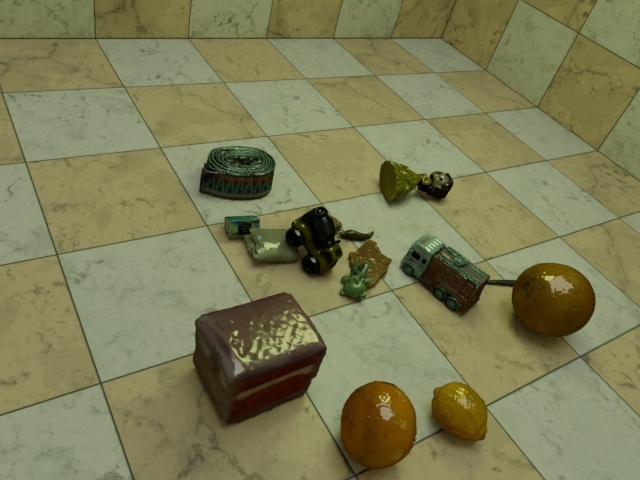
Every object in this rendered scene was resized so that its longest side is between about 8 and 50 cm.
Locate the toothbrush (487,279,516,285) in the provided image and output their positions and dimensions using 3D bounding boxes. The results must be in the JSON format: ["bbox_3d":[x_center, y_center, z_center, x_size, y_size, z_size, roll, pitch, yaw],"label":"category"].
[{"bbox_3d":[0.710,0.161,2.094,0.297,0.030,0.030,4,68,-18],"label":"toothbrush"}]

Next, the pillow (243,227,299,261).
[{"bbox_3d":[-0.165,0.017,1.903,0.181,0.078,0.134,0,48,-29],"label":"pillow"}]

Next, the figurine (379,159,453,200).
[{"bbox_3d":[0.435,-0.261,2.355,0.315,0.168,0.187,-1,17,-19],"label":"figurine"}]

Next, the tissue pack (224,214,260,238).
[{"bbox_3d":[-0.282,-0.047,1.938,0.111,0.079,0.085,-4,13,-24],"label":"tissue pack"}]

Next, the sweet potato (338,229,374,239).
[{"bbox_3d":[0.143,-0.021,2.086,0.153,0.038,0.041,1,66,-22],"label":"sweet potato"}]

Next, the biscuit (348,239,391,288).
[{"bbox_3d":[0.178,0.088,1.978,0.162,0.035,0.250,12,40,3],"label":"biscuit"}]

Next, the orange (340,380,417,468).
[{"bbox_3d":[0.150,0.476,1.394,0.193,0.219,0.219,28,37,-19],"label":"orange"}]

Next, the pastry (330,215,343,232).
[{"bbox_3d":[0.019,-0.046,2.056,0.140,0.056,0.080,-20,49,-39],"label":"pastry"}]

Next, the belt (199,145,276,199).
[{"bbox_3d":[-0.324,-0.280,2.110,0.295,0.160,0.207,2,43,-18],"label":"belt"}]

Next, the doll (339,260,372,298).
[{"bbox_3d":[0.123,0.129,1.869,0.115,0.077,0.150,2,48,18],"label":"doll"}]

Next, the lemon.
[{"bbox_3d":[0.400,0.486,1.532,0.142,0.142,0.187,-24,60,-38],"label":"lemon"}]

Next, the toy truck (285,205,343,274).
[{"bbox_3d":[0.000,0.000,1.869,0.147,0.165,0.224,-35,100,-47],"label":"toy truck"}]

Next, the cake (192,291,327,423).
[{"bbox_3d":[-0.166,0.308,1.453,0.309,0.237,0.230,-11,49,-31],"label":"cake"}]

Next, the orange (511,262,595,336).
[{"bbox_3d":[0.816,0.206,1.895,0.274,0.274,0.274,10,41,-9],"label":"orange"}]

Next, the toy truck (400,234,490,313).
[{"bbox_3d":[0.452,0.107,1.957,0.305,0.162,0.136,39,45,24],"label":"toy truck"}]
